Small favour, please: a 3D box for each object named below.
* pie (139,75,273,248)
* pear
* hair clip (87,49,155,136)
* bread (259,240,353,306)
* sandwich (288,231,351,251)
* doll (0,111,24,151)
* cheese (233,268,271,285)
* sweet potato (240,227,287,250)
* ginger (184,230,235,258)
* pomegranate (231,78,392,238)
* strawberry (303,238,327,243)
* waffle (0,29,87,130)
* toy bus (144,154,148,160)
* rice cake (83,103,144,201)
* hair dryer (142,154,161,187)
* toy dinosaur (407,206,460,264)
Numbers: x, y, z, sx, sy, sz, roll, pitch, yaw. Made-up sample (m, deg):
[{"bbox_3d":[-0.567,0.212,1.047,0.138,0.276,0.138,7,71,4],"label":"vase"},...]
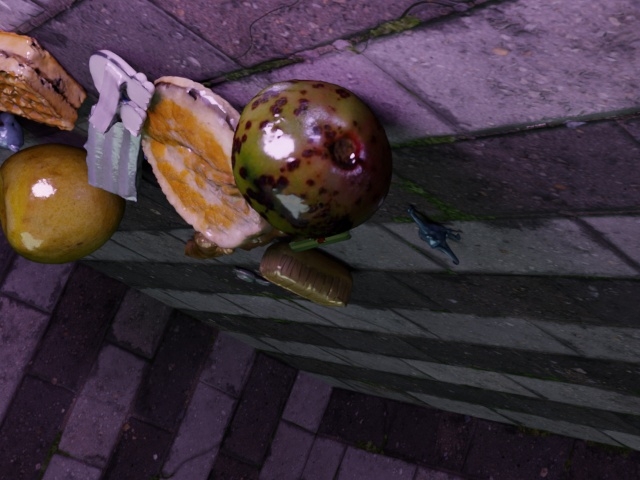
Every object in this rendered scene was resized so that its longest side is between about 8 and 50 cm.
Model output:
[{"bbox_3d":[-0.199,-0.138,1.604,0.339,0.077,0.339,29,141,26],"label":"pie"},{"bbox_3d":[-0.614,-0.087,2.159,0.303,0.304,0.304,20,165,6],"label":"pear"},{"bbox_3d":[-0.355,-0.253,1.576,0.140,0.054,0.220,49,152,3],"label":"hair clip"},{"bbox_3d":[-0.031,0.082,2.274,0.236,0.106,0.140,27,163,-21],"label":"bread"},{"bbox_3d":[0.000,0.000,2.010,0.116,0.074,0.074,18,165,15],"label":"sandwich"},{"bbox_3d":[-0.745,-0.284,2.093,0.180,0.075,0.120,56,-173,-32],"label":"doll"},{"bbox_3d":[-0.212,0.114,2.783,0.120,0.026,0.067,25,165,-12],"label":"cheese"},{"bbox_3d":[-0.155,-0.027,2.092,0.106,0.095,0.354,30,162,-15],"label":"sweet potato"},{"bbox_3d":[-0.319,0.013,2.517,0.118,0.065,0.299,30,166,-16],"label":"ginger"},{"bbox_3d":[-0.029,-0.135,1.371,0.242,0.242,0.306,30,-172,-30],"label":"pomegranate"},{"bbox_3d":[-0.037,-0.056,1.846,0.145,0.086,0.145,20,167,5],"label":"strawberry"},{"bbox_3d":[-0.623,-0.322,1.727,0.307,0.091,0.213,15,163,19],"label":"waffle"},{"bbox_3d":[-0.260,-0.175,1.767,0.167,0.073,0.076,10,171,33],"label":"toy bus"},{"bbox_3d":[-0.418,-0.176,1.861,0.127,0.043,0.237,23,138,5],"label":"rice cake"},{"bbox_3d":[-0.315,-0.169,1.889,0.114,0.071,0.248,32,158,-35],"label":"hair dryer"},{"bbox_3d":[0.225,-0.005,1.750,0.080,0.045,0.197,24,164,49],"label":"toy dinosaur"}]
